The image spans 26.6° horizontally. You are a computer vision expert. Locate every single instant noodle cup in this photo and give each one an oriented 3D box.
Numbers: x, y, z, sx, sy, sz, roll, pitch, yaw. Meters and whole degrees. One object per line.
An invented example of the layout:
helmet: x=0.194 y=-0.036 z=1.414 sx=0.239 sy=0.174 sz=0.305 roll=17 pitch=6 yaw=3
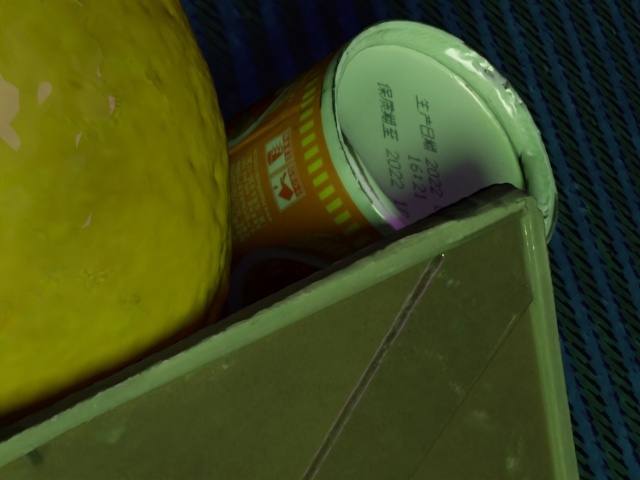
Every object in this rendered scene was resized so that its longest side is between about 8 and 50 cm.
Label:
instant noodle cup: x=0.000 y=0.000 z=0.597 sx=0.168 sy=0.185 sz=0.168 roll=18 pitch=55 yaw=-29

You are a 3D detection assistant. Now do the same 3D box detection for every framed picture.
framed picture: x=-0.001 y=0.108 z=0.456 sx=0.260 sy=0.023 sz=0.189 roll=-25 pitch=111 yaw=-35

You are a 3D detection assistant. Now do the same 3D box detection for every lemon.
lemon: x=-0.153 y=-0.036 z=0.471 sx=0.236 sy=0.236 sz=0.263 roll=-39 pitch=116 yaw=-44
